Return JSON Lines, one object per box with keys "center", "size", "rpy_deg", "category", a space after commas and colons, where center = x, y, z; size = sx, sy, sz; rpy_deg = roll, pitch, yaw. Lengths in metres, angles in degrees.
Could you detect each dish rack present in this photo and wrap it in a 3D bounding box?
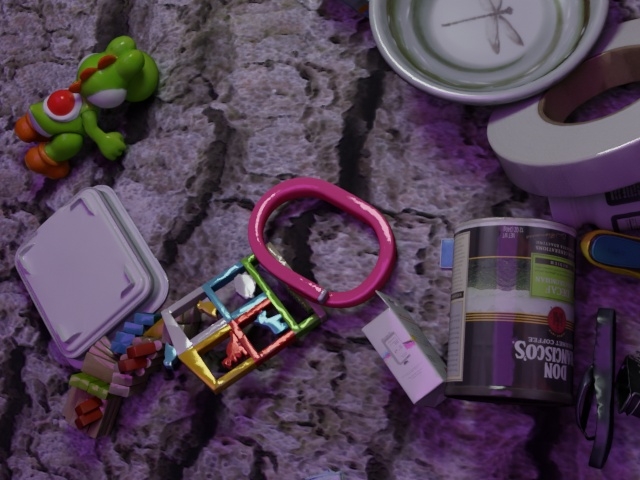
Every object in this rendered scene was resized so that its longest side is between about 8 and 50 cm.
{"center": [-0.494, 0.066, 1.883], "size": [0.285, 0.072, 0.333], "rpy_deg": [-41, 64, 10], "category": "dish rack"}
{"center": [0.528, 0.129, 1.326], "size": [0.074, 0.208, 0.272], "rpy_deg": [27, 105, 11], "category": "dish rack"}

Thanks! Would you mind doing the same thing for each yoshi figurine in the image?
{"center": [-0.475, -0.291, 1.933], "size": [0.362, 0.203, 0.203], "rpy_deg": [-36, 25, 27], "category": "yoshi figurine"}

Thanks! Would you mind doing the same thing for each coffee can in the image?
{"center": [0.304, 0.119, 1.448], "size": [0.201, 0.201, 0.275], "rpy_deg": [-1, 77, 23], "category": "coffee can"}

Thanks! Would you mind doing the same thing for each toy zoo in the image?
{"center": [-0.161, 0.152, 1.676], "size": [0.293, 0.030, 0.192], "rpy_deg": [-34, 64, -13], "category": "toy zoo"}

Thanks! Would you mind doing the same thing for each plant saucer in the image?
{"center": [0.286, -0.395, 1.564], "size": [0.400, 0.100, 0.401], "rpy_deg": [-4, 69, 10], "category": "plant saucer"}

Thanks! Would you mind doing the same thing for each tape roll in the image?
{"center": [0.450, -0.217, 1.416], "size": [0.392, 0.072, 0.392], "rpy_deg": [-26, 29, 16], "category": "tape roll"}

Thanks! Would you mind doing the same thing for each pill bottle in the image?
{"center": [0.506, -0.099, 1.435], "size": [0.278, 0.162, 0.162], "rpy_deg": [-10, 74, 21], "category": "pill bottle"}

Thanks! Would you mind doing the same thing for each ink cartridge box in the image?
{"center": [0.145, 0.185, 1.550], "size": [0.067, 0.115, 0.198], "rpy_deg": [-40, 64, 10], "category": "ink cartridge box"}

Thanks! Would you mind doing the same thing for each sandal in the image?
{"center": [0.434, 0.233, 1.430], "size": [0.054, 0.097, 0.255], "rpy_deg": [0, 67, 22], "category": "sandal"}

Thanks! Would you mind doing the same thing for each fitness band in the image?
{"center": [0.000, 0.000, 1.669], "size": [0.290, 0.054, 0.209], "rpy_deg": [31, 79, 23], "category": "fitness band"}

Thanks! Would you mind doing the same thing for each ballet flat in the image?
{"center": [0.517, 0.031, 1.437], "size": [0.230, 0.077, 0.077], "rpy_deg": [16, 90, -6], "category": "ballet flat"}

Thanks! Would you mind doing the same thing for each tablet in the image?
{"center": [0.253, 0.023, 1.603], "size": [0.083, 0.006, 0.054], "rpy_deg": [0, 77, 23], "category": "tablet"}

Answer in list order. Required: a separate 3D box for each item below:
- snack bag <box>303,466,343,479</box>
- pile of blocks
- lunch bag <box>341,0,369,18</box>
{"center": [-0.078, 0.598, 1.590], "size": [0.323, 0.037, 0.343], "rpy_deg": [-17, 72, 18], "category": "snack bag"}
{"center": [-0.384, 0.232, 1.750], "size": [0.149, 0.112, 0.362], "rpy_deg": [45, 97, 10], "category": "pile of blocks"}
{"center": [0.132, -0.527, 1.700], "size": [0.262, 0.160, 0.223], "rpy_deg": [32, 90, 9], "category": "lunch bag"}
